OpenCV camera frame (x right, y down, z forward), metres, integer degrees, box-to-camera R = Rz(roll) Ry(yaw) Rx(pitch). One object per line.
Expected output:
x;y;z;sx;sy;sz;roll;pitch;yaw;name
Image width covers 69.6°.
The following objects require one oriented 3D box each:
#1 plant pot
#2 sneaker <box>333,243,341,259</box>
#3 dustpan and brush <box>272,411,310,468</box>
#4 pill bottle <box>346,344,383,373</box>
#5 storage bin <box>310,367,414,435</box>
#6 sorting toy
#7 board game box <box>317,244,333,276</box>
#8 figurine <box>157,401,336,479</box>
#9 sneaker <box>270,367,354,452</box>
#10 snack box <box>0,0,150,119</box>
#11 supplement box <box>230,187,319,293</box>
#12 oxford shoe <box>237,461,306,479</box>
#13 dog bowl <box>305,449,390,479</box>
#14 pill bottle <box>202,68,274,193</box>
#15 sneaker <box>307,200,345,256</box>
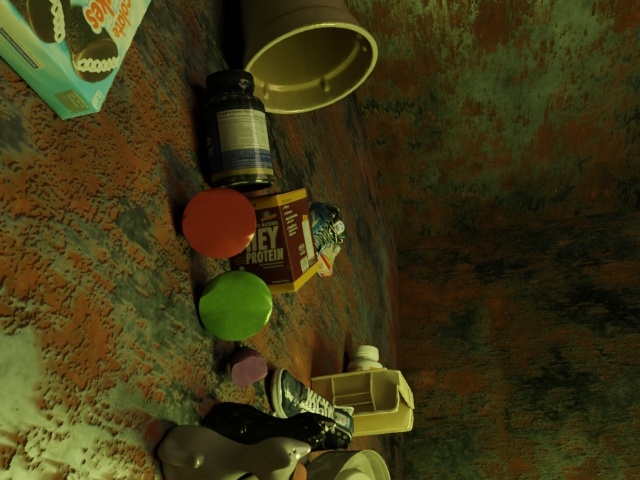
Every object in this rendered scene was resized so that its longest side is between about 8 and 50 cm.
-0.066;-0.532;1.121;0.334;0.333;0.306;27;45;-71;plant pot
0.043;0.031;1.618;0.052;0.058;0.135;57;30;-56;sneaker
-0.075;0.483;1.011;0.147;0.060;0.211;-13;102;-61;dustpan and brush
0.159;0.510;1.645;0.136;0.136;0.246;62;26;-51;pill bottle
0.129;0.479;1.341;0.262;0.260;0.123;60;23;-53;storage bin
-0.165;0.081;0.849;0.126;0.127;0.366;-146;-134;-71;sorting toy
0.000;0.000;1.505;0.147;0.045;0.194;60;27;-54;board game box
-0.100;0.310;0.703;0.215;0.209;0.092;16;66;-72;figurine
-0.010;0.397;1.079;0.099;0.153;0.282;-77;154;-53;sneaker
-0.306;-0.330;0.566;0.187;0.060;0.322;61;26;-52;snack box
-0.102;-0.002;0.995;0.191;0.129;0.194;-36;117;-72;supplement box
-0.137;0.469;0.739;0.130;0.123;0.348;51;24;-9;oxford shoe
0.037;0.638;1.014;0.348;0.102;0.349;5;84;-54;dog bowl
-0.162;-0.208;0.897;0.123;0.122;0.219;-3;85;-74;pill bottle
-0.011;-0.027;1.297;0.330;0.147;0.130;-72;150;-55;sneaker
